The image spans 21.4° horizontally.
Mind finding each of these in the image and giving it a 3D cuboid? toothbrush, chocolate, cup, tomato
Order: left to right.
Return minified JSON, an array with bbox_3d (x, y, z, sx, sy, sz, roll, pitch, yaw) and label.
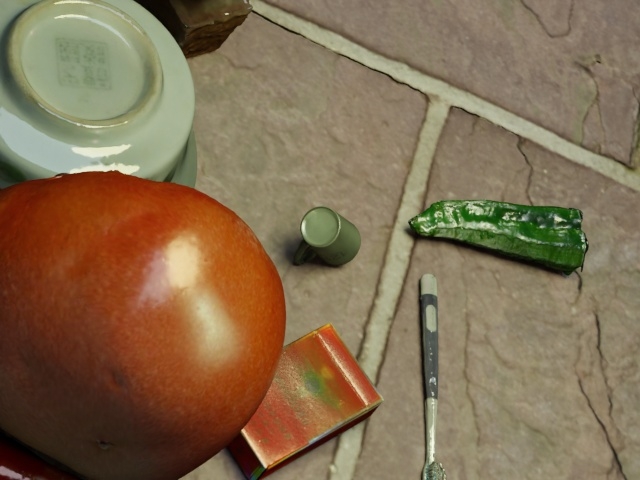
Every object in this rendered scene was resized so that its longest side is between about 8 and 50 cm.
[{"bbox_3d":[-0.276,-0.151,1.840,0.347,0.163,0.347,11,59,-19],"label":"cup"},{"bbox_3d":[-0.206,0.087,1.622,0.341,0.341,0.273,15,62,-17],"label":"tomato"},{"bbox_3d":[-0.208,-0.367,2.030,0.112,0.112,0.321,-22,74,-31],"label":"chocolate"},{"bbox_3d":[0.001,-0.005,1.930,0.074,0.083,0.055,-7,75,14],"label":"cup"},{"bbox_3d":[0.126,0.162,1.929,0.024,0.026,0.288,15,56,-21],"label":"toothbrush"}]

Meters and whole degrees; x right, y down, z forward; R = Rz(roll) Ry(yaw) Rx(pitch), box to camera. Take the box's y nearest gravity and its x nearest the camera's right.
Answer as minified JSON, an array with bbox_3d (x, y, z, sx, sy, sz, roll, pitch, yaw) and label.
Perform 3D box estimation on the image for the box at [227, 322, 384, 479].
[{"bbox_3d":[-0.031,0.174,1.833,0.175,0.048,0.112,-25,73,-33],"label":"box"}]

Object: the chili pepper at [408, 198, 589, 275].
[{"bbox_3d":[0.211,-0.009,2.049,0.226,0.059,0.088,5,65,-20],"label":"chili pepper"}]

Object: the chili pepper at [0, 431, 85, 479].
[{"bbox_3d":[-0.357,0.209,1.628,0.387,0.110,0.110,28,54,-10],"label":"chili pepper"}]
